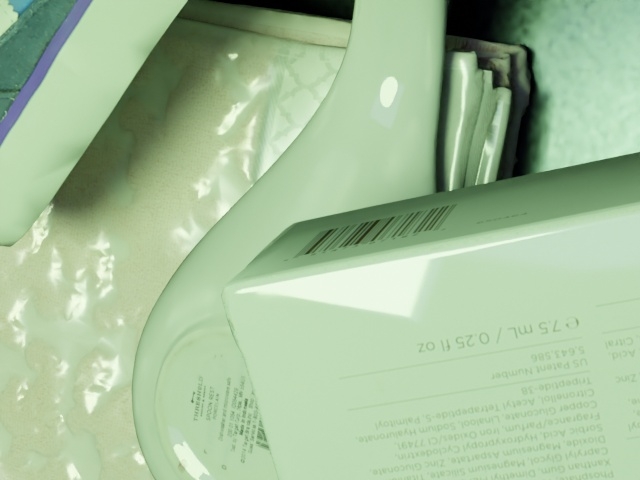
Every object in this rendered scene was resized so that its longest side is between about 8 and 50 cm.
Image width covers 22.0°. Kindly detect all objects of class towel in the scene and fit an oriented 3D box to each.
[{"bbox_3d":[-0.082,0.057,0.724,0.317,0.053,0.332,9,95,25],"label":"towel"}]

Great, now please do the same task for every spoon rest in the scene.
[{"bbox_3d":[0.000,0.000,0.625,0.137,0.084,0.276,22,112,23],"label":"spoon rest"}]

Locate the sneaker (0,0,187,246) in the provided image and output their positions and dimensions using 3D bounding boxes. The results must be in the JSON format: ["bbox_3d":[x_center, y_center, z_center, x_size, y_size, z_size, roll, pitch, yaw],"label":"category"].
[{"bbox_3d":[-0.147,-0.162,0.591,0.236,0.130,0.323,29,117,-15],"label":"sneaker"}]

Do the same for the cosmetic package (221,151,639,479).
[{"bbox_3d":[0.189,0.102,0.508,0.377,0.097,0.284,-11,100,17],"label":"cosmetic package"}]
